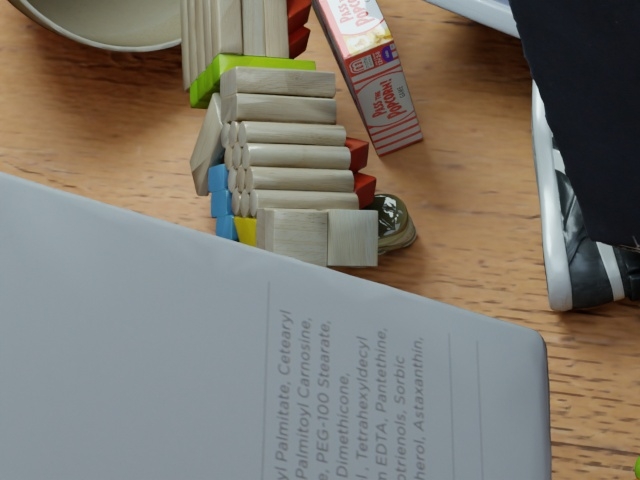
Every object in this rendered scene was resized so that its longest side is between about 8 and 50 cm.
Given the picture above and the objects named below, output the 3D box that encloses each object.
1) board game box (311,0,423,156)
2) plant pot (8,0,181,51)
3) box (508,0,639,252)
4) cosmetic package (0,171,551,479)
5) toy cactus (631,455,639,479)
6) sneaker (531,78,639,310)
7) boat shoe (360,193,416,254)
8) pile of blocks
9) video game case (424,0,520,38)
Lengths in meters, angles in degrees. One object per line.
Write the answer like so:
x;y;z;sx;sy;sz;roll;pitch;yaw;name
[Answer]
0.023;-0.188;1.439;0.045;0.146;0.193;-22;57;1;board game box
-0.204;-0.310;1.516;0.284;0.284;0.191;-48;27;-17;plant pot
0.462;-0.199;1.150;0.472;0.297;0.480;14;50;45;box
-0.107;0.208;1.029;0.394;0.329;0.327;17;57;-24;cosmetic package
0.288;0.191;1.204;0.180;0.112;0.219;44;73;10;toy cactus
0.231;-0.048;1.362;0.121;0.079;0.216;-4;67;5;sneaker
0.000;-0.002;1.400;0.153;0.048;0.056;-12;63;12;boat shoe
-0.026;-0.070;1.370;0.113;0.149;0.362;1;53;-21;pile of blocks
0.168;-0.215;1.440;0.201;0.023;0.183;25;32;23;video game case
